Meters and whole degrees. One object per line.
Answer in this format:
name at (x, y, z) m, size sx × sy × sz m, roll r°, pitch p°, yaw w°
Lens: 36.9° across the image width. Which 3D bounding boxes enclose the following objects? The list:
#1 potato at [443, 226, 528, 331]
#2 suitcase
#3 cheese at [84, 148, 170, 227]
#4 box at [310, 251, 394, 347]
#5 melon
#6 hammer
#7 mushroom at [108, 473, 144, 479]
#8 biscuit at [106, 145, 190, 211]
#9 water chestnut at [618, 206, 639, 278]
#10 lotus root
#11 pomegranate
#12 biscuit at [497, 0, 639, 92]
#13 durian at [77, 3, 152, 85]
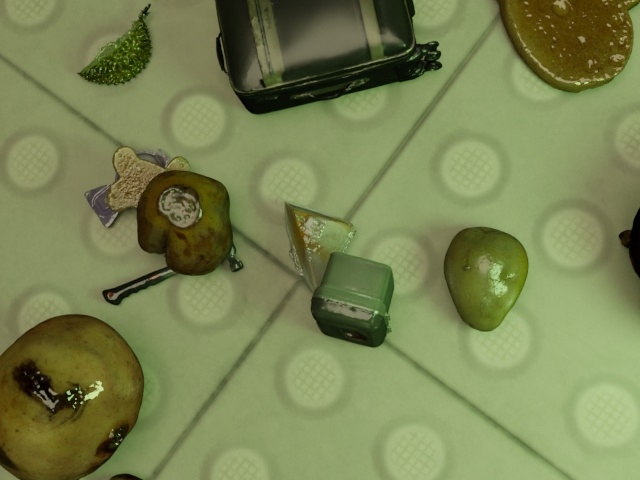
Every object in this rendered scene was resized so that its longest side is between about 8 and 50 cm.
potato at (0.307, 0.072, 1.803) m, size 0.157 × 0.157 × 0.193 m, roll 6°, pitch 94°, yaw 9°
suitcase at (0.003, -0.417, 1.900) m, size 0.434 × 0.194 × 0.283 m, roll -13°, pitch 78°, yaw 7°
cheese at (-0.391, -0.117, 1.975) m, size 0.191 × 0.042 × 0.105 m, roll -35°, pitch 76°, yaw 1°
box at (0.066, 0.114, 1.788) m, size 0.148 × 0.210 × 0.129 m, roll 15°, pitch 75°, yaw 10°
melon at (0.004, -0.001, 1.878) m, size 0.140 × 0.093 × 0.202 m, roll -17°, pitch 83°, yaw -3°
hammer at (-0.304, 0.063, 1.936) m, size 0.288 × 0.033 × 0.111 m, roll -24°, pitch 78°, yaw 3°
mushroom at (-0.394, 0.501, 1.844) m, size 0.130 × 0.073 × 0.088 m, roll -23°, pitch 92°, yaw -31°
biscuit at (-0.311, -0.098, 1.937) m, size 0.235 × 0.030 × 0.153 m, roll 12°, pitch 96°, yaw -8°
water chestnut at (0.671, 0.009, 1.693) m, size 0.347 × 0.335 × 0.335 m, roll -3°, pitch 76°, yaw 48°
lotus root at (-0.264, -0.036, 1.830) m, size 0.188 × 0.180 × 0.199 m, roll -3°, pitch 83°, yaw -4°
pomegranate at (-0.481, 0.294, 1.782) m, size 0.322 × 0.322 × 0.322 m, roll -1°, pitch 80°, yaw 8°
biscuit at (0.507, -0.467, 1.906) m, size 0.287 × 0.057 × 0.343 m, roll -27°, pitch 77°, yaw 3°
durian at (-0.417, -0.403, 2.016) m, size 0.215 × 0.086 × 0.100 m, roll -41°, pitch 63°, yaw 1°
